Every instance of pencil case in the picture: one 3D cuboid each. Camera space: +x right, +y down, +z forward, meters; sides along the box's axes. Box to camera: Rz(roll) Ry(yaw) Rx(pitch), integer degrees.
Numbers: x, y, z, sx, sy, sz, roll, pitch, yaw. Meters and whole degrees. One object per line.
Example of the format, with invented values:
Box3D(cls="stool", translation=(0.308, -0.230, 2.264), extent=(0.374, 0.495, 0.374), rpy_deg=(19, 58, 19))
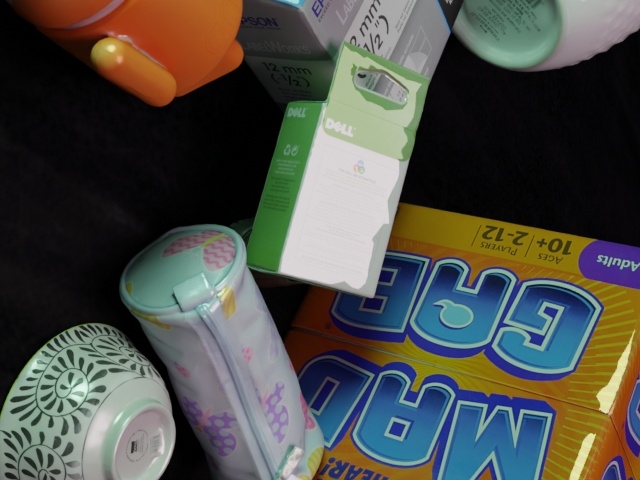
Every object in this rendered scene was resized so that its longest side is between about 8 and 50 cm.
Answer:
Box3D(cls="pencil case", translation=(-0.082, 0.117, 0.931), extent=(0.124, 0.113, 0.273), rpy_deg=(-100, 173, -55))

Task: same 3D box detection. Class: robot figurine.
Box3D(cls="robot figurine", translation=(-0.141, -0.184, 0.739), extent=(0.219, 0.128, 0.158), rpy_deg=(35, 75, -57))

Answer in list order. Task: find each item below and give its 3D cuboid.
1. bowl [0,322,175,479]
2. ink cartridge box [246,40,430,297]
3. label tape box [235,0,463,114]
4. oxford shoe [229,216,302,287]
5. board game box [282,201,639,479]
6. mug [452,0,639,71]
Box3D(cls="bowl", translation=(-0.171, 0.159, 0.846), extent=(0.170, 0.080, 0.170), rpy_deg=(-26, 122, -51))
Box3D(cls="ink cartridge box", translation=(0.016, -0.062, 0.938), extent=(0.109, 0.062, 0.209), rpy_deg=(16, 88, -34))
Box3D(cls="label tape box", translation=(0.012, -0.271, 0.968), extent=(0.249, 0.115, 0.347), rpy_deg=(-66, 148, -20))
Box3D(cls="oxford shoe", translation=(0.000, 0.000, 1.054), extent=(0.227, 0.096, 0.083), rpy_deg=(-33, 126, -51))
Box3D(cls="board game box", translation=(0.176, 0.216, 1.155), extent=(0.356, 0.356, 0.356), rpy_deg=(-63, 145, -22))
Box3D(cls="mug", translation=(0.265, -0.394, 1.226), extent=(0.328, 0.276, 0.374), rpy_deg=(-46, 106, -31))
